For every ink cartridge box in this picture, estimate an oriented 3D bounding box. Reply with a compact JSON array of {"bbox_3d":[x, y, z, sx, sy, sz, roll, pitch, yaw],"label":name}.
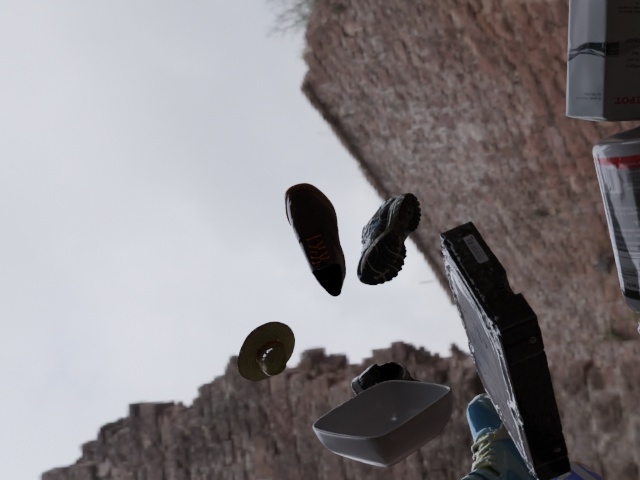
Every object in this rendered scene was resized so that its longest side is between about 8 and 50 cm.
[{"bbox_3d":[0.408,-0.263,1.184,0.153,0.087,0.208,-4,-80,-21],"label":"ink cartridge box"}]

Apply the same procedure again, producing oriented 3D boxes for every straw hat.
[{"bbox_3d":[-0.099,0.246,1.883,0.144,0.061,0.144,-14,-60,-26],"label":"straw hat"}]

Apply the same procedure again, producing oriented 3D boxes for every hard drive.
[{"bbox_3d":[0.271,0.168,1.335,0.237,0.064,0.339,-113,0,-53],"label":"hard drive"}]

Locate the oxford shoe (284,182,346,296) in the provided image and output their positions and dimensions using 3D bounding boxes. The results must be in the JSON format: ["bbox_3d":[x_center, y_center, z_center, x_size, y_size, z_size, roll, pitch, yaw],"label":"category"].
[{"bbox_3d":[0.000,0.000,1.819,0.098,0.097,0.271,-102,-10,-49],"label":"oxford shoe"}]

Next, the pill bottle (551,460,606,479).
[{"bbox_3d":[0.621,0.615,2.023,0.152,0.152,0.272,69,168,-18],"label":"pill bottle"}]

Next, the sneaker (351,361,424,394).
[{"bbox_3d":[0.201,0.363,2.308,0.234,0.106,0.078,13,-141,-27],"label":"sneaker"}]

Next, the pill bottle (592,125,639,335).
[{"bbox_3d":[0.444,-0.001,1.114,0.161,0.161,0.283,-29,-74,-58],"label":"pill bottle"}]

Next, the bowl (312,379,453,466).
[{"bbox_3d":[0.080,0.220,1.080,0.142,0.142,0.053,-26,-78,-35],"label":"bowl"}]

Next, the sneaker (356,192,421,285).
[{"bbox_3d":[0.153,0.005,2.262,0.110,0.122,0.283,52,-128,-27],"label":"sneaker"}]

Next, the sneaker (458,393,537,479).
[{"bbox_3d":[0.321,0.436,1.747,0.208,0.127,0.319,2,-135,-31],"label":"sneaker"}]
